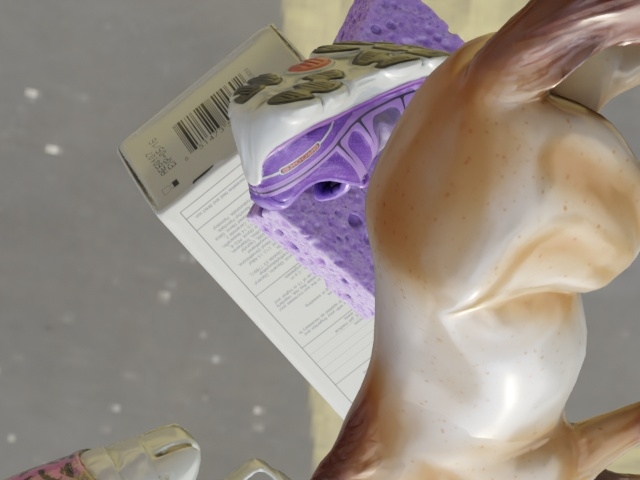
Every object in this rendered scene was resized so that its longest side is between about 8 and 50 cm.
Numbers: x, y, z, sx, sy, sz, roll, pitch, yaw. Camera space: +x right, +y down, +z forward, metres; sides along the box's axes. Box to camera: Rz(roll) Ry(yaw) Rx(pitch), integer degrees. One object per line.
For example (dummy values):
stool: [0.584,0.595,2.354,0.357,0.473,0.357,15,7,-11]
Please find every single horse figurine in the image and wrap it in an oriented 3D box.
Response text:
horse figurine: [0.067,0.017,0.488,0.174,0.066,0.263,-7,129,-23]

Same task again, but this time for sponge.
sponge: [0.039,-0.066,1.227,0.117,0.210,0.031,40,148,-26]

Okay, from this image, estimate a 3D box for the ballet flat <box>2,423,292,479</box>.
ballet flat: [-0.060,0.140,0.932,0.221,0.079,0.077,23,-165,-27]

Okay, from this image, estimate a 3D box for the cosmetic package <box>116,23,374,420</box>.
cosmetic package: [0.000,0.000,1.433,0.160,0.113,0.309,-38,129,1]

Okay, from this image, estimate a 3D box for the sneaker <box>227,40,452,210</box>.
sneaker: [0.013,-0.060,0.939,0.068,0.071,0.170,14,-153,38]
